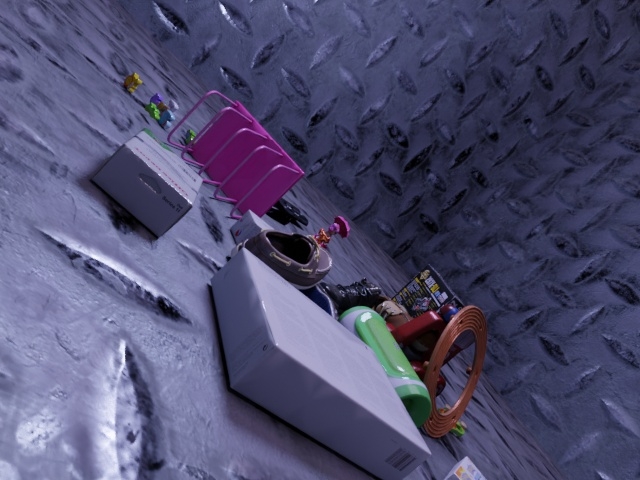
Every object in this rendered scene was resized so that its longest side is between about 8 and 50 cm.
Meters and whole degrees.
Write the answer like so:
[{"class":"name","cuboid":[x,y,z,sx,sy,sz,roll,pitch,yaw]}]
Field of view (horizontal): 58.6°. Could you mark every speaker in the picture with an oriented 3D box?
[{"class":"speaker","cuboid":[0.125,0.268,1.226,0.131,0.131,0.296,41,10,-32]}]

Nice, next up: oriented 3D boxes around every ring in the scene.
[{"class":"ring","cuboid":[0.328,0.322,1.417,0.032,0.336,0.336,17,-11,37]}]

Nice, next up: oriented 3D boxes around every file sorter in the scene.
[{"class":"file sorter","cuboid":[-0.231,-0.221,1.510,0.290,0.202,0.182,48,10,12]}]

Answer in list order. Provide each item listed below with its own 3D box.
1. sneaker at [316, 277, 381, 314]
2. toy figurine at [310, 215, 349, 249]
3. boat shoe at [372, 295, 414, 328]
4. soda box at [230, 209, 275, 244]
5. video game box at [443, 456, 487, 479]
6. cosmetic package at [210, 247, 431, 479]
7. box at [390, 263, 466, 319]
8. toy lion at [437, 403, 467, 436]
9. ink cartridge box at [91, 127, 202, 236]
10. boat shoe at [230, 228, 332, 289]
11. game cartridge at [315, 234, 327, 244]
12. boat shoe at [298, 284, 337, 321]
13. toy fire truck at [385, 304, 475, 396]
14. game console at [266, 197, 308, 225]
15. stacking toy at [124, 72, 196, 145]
[{"class":"sneaker","cuboid":[0.082,0.144,1.588,0.227,0.130,0.087,35,12,-44]},{"class":"toy figurine","cuboid":[0.023,-0.017,1.941,0.130,0.159,0.173,49,9,17]},{"class":"boat shoe","cuboid":[0.224,0.258,1.834,0.120,0.122,0.324,40,1,-10]},{"class":"soda box","cuboid":[-0.116,0.021,1.392,0.216,0.069,0.074,41,10,-37]},{"class":"video game box","cuboid":[0.346,0.561,1.205,0.187,0.048,0.205,47,8,22]},{"class":"cosmetic package","cuboid":[-0.006,0.208,0.960,0.377,0.097,0.284,42,11,-30]},{"class":"box","cuboid":[0.352,0.242,2.007,0.079,0.257,0.322,45,8,-16]},{"class":"toy lion","cuboid":[0.364,0.509,1.600,0.100,0.034,0.096,48,15,8]},{"class":"ink cartridge box","cuboid":[-0.302,-0.110,1.026,0.153,0.087,0.208,44,8,-17]},{"class":"boat shoe","cuboid":[-0.058,0.036,1.275,0.324,0.097,0.116,10,49,-56]},{"class":"game cartridge","cuboid":[0.000,0.000,2.238,0.056,0.017,0.083,43,8,6]},{"class":"boat shoe","cuboid":[0.007,0.160,1.349,0.066,0.066,0.183,43,9,-31]},{"class":"toy fire truck","cuboid":[0.274,0.272,1.492,0.302,0.254,0.169,37,12,-49]},{"class":"game console","cuboid":[-0.142,-0.120,2.018,0.213,0.044,0.361,53,11,29]},{"class":"stacking toy","cuboid":[-0.455,-0.367,1.626,0.167,0.052,0.221,32,19,-54]}]
